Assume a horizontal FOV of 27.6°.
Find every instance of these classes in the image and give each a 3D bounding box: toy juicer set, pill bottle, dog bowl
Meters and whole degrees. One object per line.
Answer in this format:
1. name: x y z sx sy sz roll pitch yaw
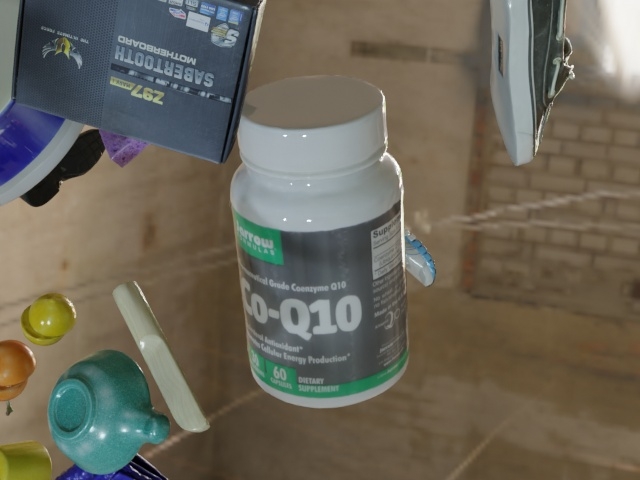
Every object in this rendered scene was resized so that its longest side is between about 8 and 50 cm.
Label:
1. toy juicer set: -0.245 0.149 1.412 0.329 0.209 0.089 -23 158 30
2. pill bottle: 0.000 0.000 1.554 0.204 0.361 0.204 -4 -152 2
3. dog bowl: -0.408 -0.172 1.598 0.265 0.265 0.104 17 160 43

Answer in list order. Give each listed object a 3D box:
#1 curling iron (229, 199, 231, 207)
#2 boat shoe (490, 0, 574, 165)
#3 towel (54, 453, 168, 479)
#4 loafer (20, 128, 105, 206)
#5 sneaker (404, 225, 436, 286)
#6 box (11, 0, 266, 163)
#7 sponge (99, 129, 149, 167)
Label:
1. curling iron: -0.083 -0.102 1.902 0.068 0.035 0.274 -35 173 -32
2. boat shoe: 0.196 -0.157 1.180 0.070 0.219 0.077 -14 -132 -4
3. towel: -0.329 0.439 1.889 0.228 0.308 0.076 40 -160 -27
4. loafer: -0.408 -0.122 2.031 0.170 0.062 0.061 -40 -142 -25
5. sneaker: 0.119 0.011 2.225 0.083 0.190 0.071 -39 -179 -22
6. box: -0.182 -0.193 1.292 0.233 0.183 0.059 18 -144 2
7. sponge: -0.203 -0.201 1.689 0.031 0.210 0.117 39 -161 -46
